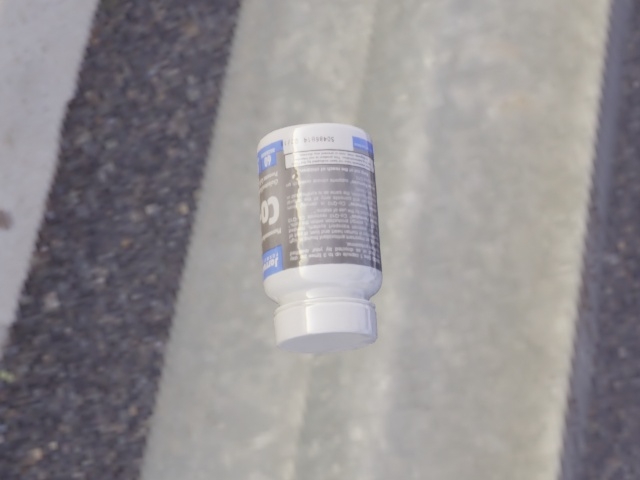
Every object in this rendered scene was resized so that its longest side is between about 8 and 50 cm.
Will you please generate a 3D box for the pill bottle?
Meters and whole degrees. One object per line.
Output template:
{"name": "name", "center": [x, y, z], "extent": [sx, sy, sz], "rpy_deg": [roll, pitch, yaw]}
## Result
{"name": "pill bottle", "center": [0.000, 0.000, 1.161], "extent": [0.078, 0.078, 0.137], "rpy_deg": [13, 67, -44]}
